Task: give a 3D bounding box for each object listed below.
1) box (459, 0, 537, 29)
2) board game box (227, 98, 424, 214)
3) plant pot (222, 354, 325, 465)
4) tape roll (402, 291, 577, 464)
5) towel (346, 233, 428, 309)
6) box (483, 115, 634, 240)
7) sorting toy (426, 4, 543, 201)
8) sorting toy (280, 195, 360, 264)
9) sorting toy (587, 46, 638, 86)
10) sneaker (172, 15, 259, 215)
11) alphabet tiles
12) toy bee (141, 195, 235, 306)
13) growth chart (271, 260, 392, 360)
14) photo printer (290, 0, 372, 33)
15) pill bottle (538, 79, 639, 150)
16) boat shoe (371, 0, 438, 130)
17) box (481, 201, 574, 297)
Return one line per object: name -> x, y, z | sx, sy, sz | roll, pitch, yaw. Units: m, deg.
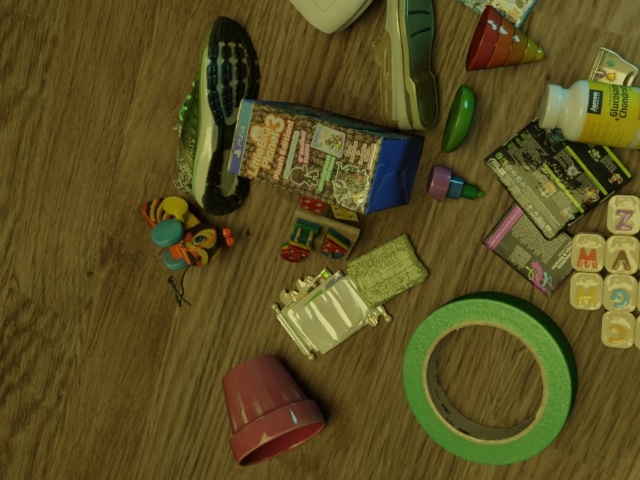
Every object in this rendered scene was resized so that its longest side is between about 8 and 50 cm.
box -> 0.320, -0.447, 1.502 | 0.137, 0.027, 0.094 | 38, 113, 16
board game box -> 0.014, -0.164, 1.579 | 0.291, 0.232, 0.141 | 18, 104, 22
plant pot -> -0.116, 0.350, 1.752 | 0.201, 0.201, 0.180 | -39, 64, 25
tape roll -> 0.319, 0.260, 1.580 | 0.321, 0.077, 0.321 | 4, 99, 26
towel -> 0.132, 0.062, 1.662 | 0.148, 0.027, 0.110 | -31, 82, 19
box -> 0.418, -0.126, 1.471 | 0.184, 0.045, 0.191 | -39, 80, 8
sorting toy -> 0.302, -0.231, 1.513 | 0.126, 0.127, 0.366 | 14, 112, -2
sorting toy -> 0.000, 0.000, 1.640 | 0.132, 0.274, 0.046 | 19, 62, -3
sorting toy -> 0.503, -0.281, 1.432 | 0.075, 0.045, 0.083 | 22, 106, 14
sneaker -> -0.251, -0.265, 1.752 | 0.182, 0.158, 0.411 | 13, 100, 35
alphabet tiles -> 0.578, 0.061, 1.433 | 0.284, 0.021, 0.278 | 4, 105, 19
toy bee -> -0.271, 0.005, 1.789 | 0.162, 0.195, 0.298 | -23, 66, -9
growth chart -> 0.015, 0.144, 1.742 | 0.237, 0.021, 0.172 | -32, 83, 26
photo printer -> 0.003, -0.567, 1.567 | 0.307, 0.107, 0.256 | 50, 130, 15
pill bottle -> 0.465, -0.211, 1.388 | 0.184, 0.103, 0.103 | 8, 102, 4
boat shoe -> 0.147, -0.354, 1.547 | 0.103, 0.113, 0.302 | 4, 103, 38
box -> 0.395, 0.011, 1.532 | 0.162, 0.029, 0.116 | 42, 114, 16
